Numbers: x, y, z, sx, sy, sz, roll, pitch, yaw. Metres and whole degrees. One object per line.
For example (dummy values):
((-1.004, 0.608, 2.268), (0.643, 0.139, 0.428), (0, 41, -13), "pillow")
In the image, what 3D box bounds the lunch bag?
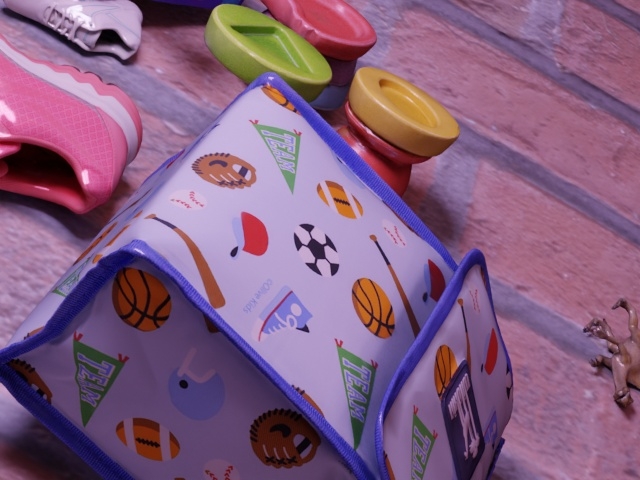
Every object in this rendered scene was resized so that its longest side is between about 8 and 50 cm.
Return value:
((-0.010, 0.102, 1.430), (0.385, 0.239, 0.328), (46, 34, -8), "lunch bag")

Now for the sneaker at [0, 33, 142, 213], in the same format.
((-0.308, -0.123, 1.560), (0.313, 0.116, 0.136), (23, 38, -13), "sneaker")

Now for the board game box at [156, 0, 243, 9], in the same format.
((-0.244, -0.393, 1.907), (0.233, 0.078, 0.347), (-1, 44, -51), "board game box")

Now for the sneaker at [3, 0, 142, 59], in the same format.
((-0.248, -0.228, 1.779), (0.152, 0.054, 0.061), (14, 42, -24), "sneaker")

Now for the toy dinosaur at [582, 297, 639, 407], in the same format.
((0.323, 0.110, 1.826), (0.093, 0.053, 0.183), (51, 44, -1), "toy dinosaur")

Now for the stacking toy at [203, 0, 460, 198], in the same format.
((-0.041, -0.160, 1.791), (0.279, 0.130, 0.309), (15, 28, -36), "stacking toy")
